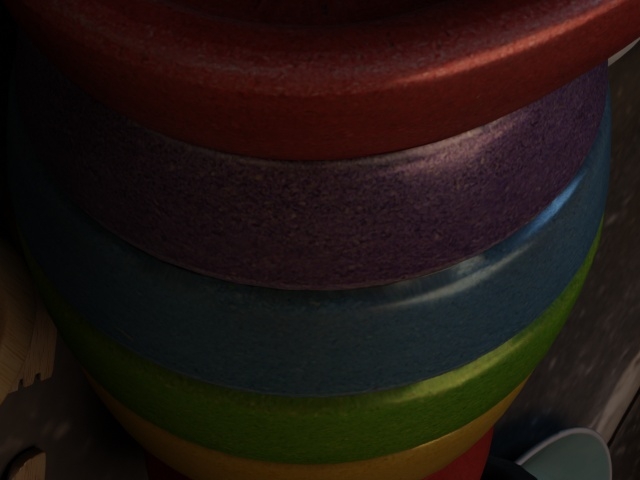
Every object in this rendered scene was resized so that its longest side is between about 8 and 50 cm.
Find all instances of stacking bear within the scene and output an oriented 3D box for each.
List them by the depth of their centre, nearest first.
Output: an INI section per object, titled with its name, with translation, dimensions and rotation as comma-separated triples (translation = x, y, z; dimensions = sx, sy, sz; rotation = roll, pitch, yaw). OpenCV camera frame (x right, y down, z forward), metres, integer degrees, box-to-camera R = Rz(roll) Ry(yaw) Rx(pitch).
[stacking bear]
translation = 0.000, 0.000, 0.461
dimensions = 0.164, 0.175, 0.289
rotation = -53, 158, -33

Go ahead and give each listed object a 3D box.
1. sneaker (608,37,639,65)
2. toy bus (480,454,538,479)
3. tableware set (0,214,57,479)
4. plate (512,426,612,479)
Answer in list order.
[sneaker]
translation = 0.044, -0.181, 0.439
dimensions = 0.161, 0.102, 0.282
rotation = -7, 109, -48
[toy bus]
translation = 0.008, 0.189, 0.618
dimensions = 0.211, 0.220, 0.149
rotation = -8, 112, -16
[tableware set]
translation = -0.115, 0.076, 0.463
dimensions = 0.128, 0.039, 0.194
rotation = -23, 132, -44
[plate]
translation = 0.083, 0.172, 0.828
dimensions = 0.188, 0.024, 0.188
rotation = -33, 138, -35
